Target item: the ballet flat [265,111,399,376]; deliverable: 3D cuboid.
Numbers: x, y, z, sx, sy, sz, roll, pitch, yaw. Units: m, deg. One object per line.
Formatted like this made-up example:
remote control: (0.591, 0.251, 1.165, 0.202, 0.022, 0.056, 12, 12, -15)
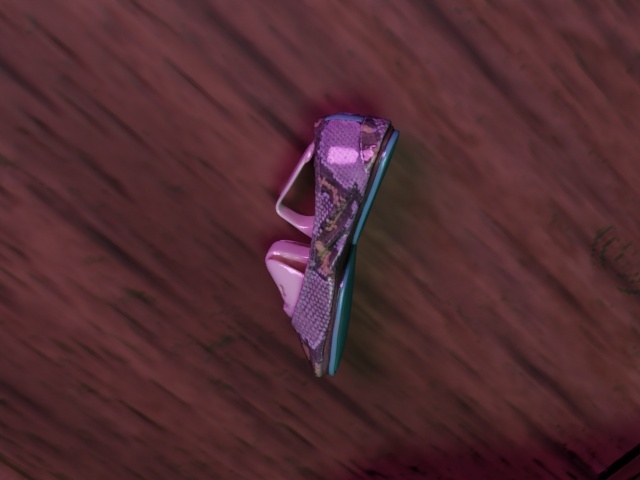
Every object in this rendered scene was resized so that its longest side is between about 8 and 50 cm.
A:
ballet flat: (0.000, 0.000, 0.644, 0.041, 0.041, 0.114, 2, 123, -17)
